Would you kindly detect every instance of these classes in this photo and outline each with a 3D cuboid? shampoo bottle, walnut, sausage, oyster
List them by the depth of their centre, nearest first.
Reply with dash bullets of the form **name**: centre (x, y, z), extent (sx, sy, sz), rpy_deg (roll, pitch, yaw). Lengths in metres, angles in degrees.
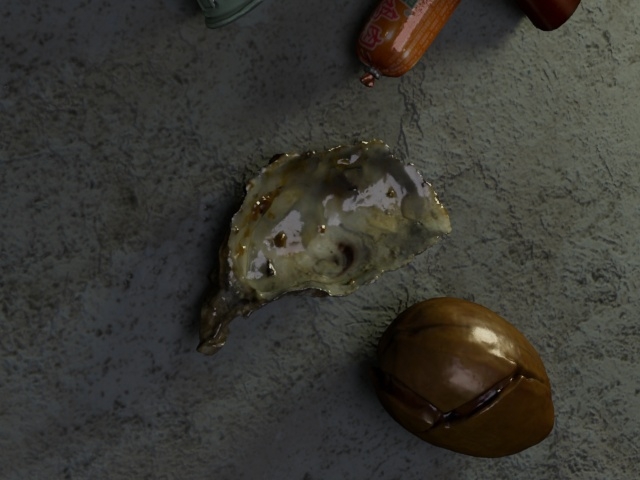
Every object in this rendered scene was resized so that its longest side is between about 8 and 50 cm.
- **oyster**: centre (-0.021, -0.018, 1.818), extent (0.396, 0.111, 0.204), rpy_deg (-25, 94, -20)
- **sausage**: centre (0.142, -0.333, 1.823), extent (0.093, 0.093, 0.312), rpy_deg (39, 82, -29)
- **shampoo bottle**: centre (0.276, -0.370, 1.831), extent (0.102, 0.064, 0.260), rpy_deg (-58, 149, 1)
- **walnut**: centre (0.218, 0.200, 1.927), extent (0.336, 0.209, 0.209), rpy_deg (23, 90, -37)

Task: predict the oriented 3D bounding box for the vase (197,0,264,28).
- **vase**: centre (-0.166, -0.406, 1.623), extent (0.143, 0.143, 0.299), rpy_deg (-45, 115, -12)
